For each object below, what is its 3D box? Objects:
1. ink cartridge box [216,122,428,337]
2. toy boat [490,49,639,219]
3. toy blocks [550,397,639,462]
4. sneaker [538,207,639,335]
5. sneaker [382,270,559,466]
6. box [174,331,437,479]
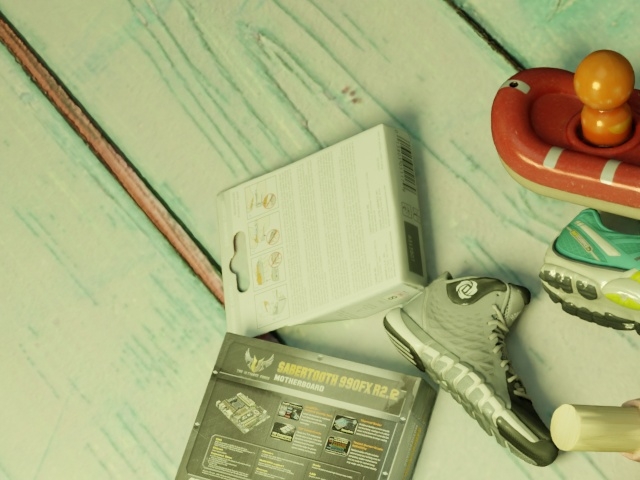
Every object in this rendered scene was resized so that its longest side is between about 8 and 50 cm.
[{"bbox_3d":[0.000,0.000,1.992,0.232,0.066,0.189,-24,60,35],"label":"ink cartridge box"},{"bbox_3d":[0.279,-0.123,1.841,0.231,0.151,0.151,15,48,26],"label":"toy boat"},{"bbox_3d":[0.356,0.312,1.635,0.289,0.260,0.308,20,103,56],"label":"toy blocks"},{"bbox_3d":[0.345,0.039,1.797,0.275,0.107,0.110,21,69,28],"label":"sneaker"},{"bbox_3d":[0.179,0.109,1.844,0.132,0.086,0.229,-43,65,-10],"label":"sneaker"},{"bbox_3d":[-0.018,0.206,1.898,0.231,0.056,0.183,11,73,25],"label":"box"}]
